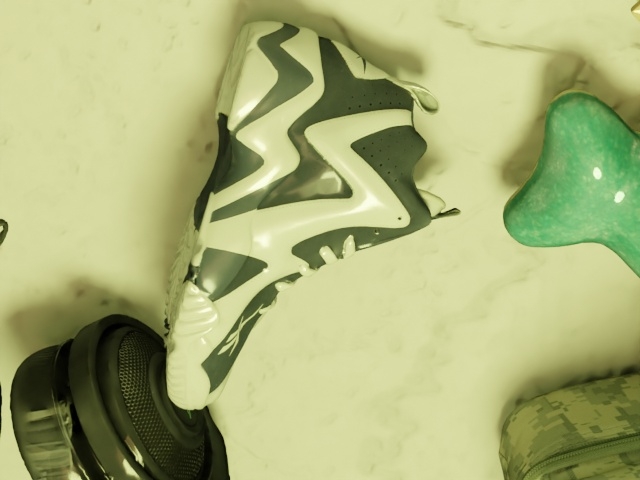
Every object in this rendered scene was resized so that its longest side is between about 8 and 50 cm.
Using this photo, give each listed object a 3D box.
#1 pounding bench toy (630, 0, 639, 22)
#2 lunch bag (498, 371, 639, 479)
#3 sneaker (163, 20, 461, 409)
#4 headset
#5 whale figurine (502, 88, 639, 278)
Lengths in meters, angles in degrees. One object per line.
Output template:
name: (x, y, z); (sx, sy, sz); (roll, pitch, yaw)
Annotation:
pounding bench toy: (0.215, -0.148, 1.019); (0.083, 0.065, 0.052); (-41, 116, 21)
lunch bag: (0.243, 0.261, 1.147); (0.212, 0.256, 0.305); (-10, 112, 2)
sneaker: (0.000, 0.000, 1.072); (0.153, 0.094, 0.235); (13, 98, -10)
headset: (-0.186, 0.142, 1.114); (0.243, 0.185, 0.394); (-9, 134, 2)
whale figurine: (0.249, 0.000, 1.072); (0.272, 0.141, 0.216); (16, 121, -12)
